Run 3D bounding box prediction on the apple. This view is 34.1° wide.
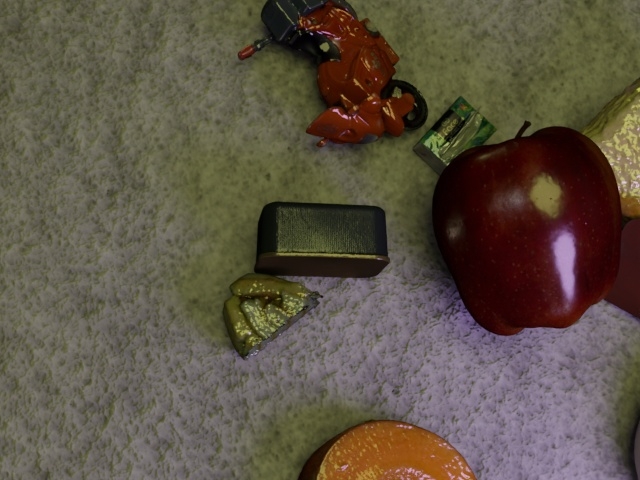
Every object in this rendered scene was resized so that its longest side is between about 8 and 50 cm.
[{"bbox_3d":[0.310,-0.021,1.593,0.288,0.288,0.316,-17,102,-11],"label":"apple"}]

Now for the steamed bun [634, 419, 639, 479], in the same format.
[{"bbox_3d":[0.641,0.324,1.573,0.309,0.309,0.309,1,79,-8],"label":"steamed bun"}]

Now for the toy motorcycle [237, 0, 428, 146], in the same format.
[{"bbox_3d":[0.021,-0.280,1.681,0.221,0.148,0.325,-38,88,-35],"label":"toy motorcycle"}]

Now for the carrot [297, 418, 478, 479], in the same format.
[{"bbox_3d":[0.114,0.412,1.588,0.307,0.100,0.258,28,75,-10],"label":"carrot"}]

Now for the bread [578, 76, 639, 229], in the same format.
[{"bbox_3d":[0.592,-0.085,1.692,0.375,0.165,0.236,44,91,-1],"label":"bread"}]

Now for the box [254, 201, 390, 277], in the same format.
[{"bbox_3d":[0.000,0.000,1.616,0.201,0.144,0.090,1,75,-7],"label":"box"}]

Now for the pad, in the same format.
[{"bbox_3d":[0.579,0.083,1.652,0.267,0.181,0.004,29,41,14],"label":"pad"}]

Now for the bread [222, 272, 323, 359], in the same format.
[{"bbox_3d":[-0.086,0.098,1.613,0.156,0.103,0.110,-35,74,-18],"label":"bread"}]

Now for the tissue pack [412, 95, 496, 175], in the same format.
[{"bbox_3d":[0.223,-0.170,1.710,0.085,0.079,0.111,43,76,0],"label":"tissue pack"}]
